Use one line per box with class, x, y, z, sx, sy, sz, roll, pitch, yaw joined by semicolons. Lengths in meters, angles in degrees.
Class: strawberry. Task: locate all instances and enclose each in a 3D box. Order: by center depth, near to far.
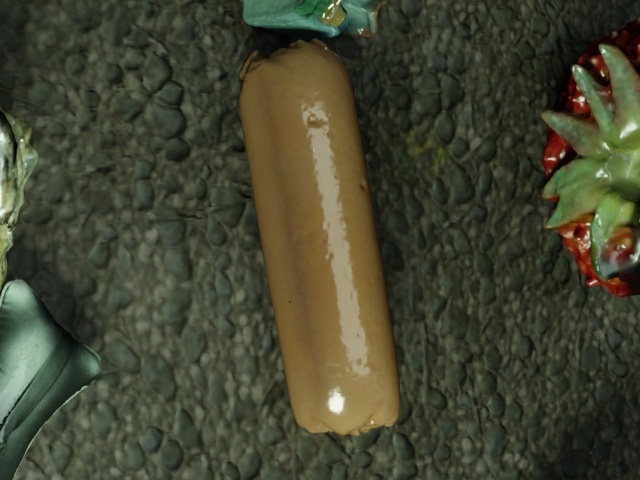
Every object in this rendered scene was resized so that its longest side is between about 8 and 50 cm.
strawberry;0.277;-0.082;1.327;0.306;0.138;0.233;-19;116;-60

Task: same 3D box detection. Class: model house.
model house;0.026;-0.216;1.162;0.149;0.119;0.148;12;78;-41

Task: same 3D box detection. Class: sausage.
sausage;-0.001;-0.001;1.129;0.086;0.086;0.289;-9;91;-35

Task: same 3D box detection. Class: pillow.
pillow;-0.204;0.100;0.995;0.091;0.055;0.135;36;62;-7

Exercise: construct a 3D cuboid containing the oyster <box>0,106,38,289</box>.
oyster;-0.249;-0.032;0.959;0.163;0.081;0.191;-18;120;-19
